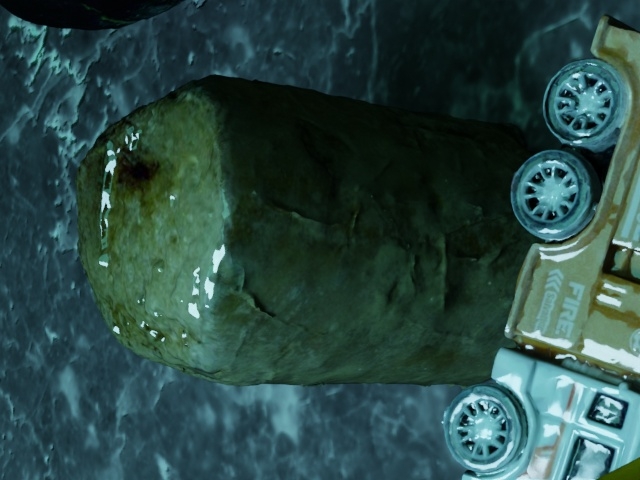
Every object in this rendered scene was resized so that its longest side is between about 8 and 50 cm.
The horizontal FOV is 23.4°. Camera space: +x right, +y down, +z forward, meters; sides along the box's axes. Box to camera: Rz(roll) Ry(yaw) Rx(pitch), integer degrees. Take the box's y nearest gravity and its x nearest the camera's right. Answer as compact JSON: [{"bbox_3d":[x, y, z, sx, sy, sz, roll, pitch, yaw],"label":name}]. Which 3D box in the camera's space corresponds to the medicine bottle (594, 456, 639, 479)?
[{"bbox_3d":[0.248,0.276,0.723,0.224,0.224,0.384,-33,81,36],"label":"medicine bottle"}]

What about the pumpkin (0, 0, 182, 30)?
[{"bbox_3d":[-0.178,-0.319,1.269,0.315,0.238,0.315,3,97,27],"label":"pumpkin"}]

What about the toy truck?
[{"bbox_3d":[0.202,0.054,0.915,0.184,0.133,0.338,19,95,34],"label":"toy truck"}]

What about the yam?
[{"bbox_3d":[0.000,0.000,1.009,0.195,0.300,0.195,-12,75,53],"label":"yam"}]
